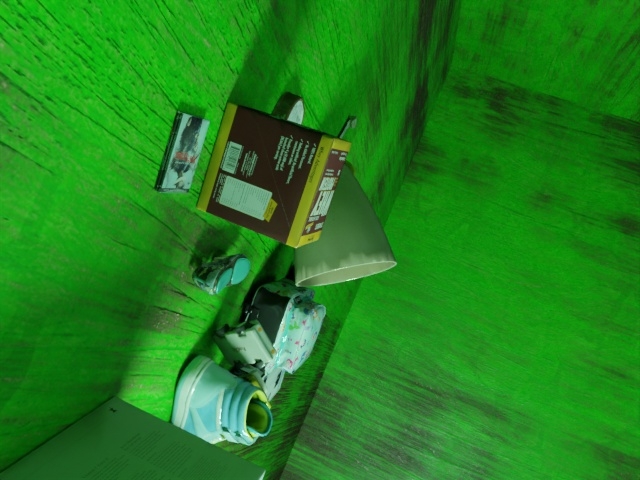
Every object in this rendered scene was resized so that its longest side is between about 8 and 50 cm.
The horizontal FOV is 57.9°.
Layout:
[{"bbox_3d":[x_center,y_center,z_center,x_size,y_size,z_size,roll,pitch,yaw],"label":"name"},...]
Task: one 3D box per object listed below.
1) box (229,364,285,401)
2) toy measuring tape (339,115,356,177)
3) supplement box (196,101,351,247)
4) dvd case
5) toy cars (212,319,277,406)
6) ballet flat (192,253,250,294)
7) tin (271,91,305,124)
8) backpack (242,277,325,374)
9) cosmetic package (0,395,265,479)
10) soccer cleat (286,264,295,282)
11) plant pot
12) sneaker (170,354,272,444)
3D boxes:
[{"bbox_3d":[-0.185,0.404,1.651,0.290,0.087,0.169,-32,141,-70],"label":"box"},{"bbox_3d":[0.070,-0.219,1.647,0.121,0.121,0.330,90,24,-59],"label":"toy measuring tape"},{"bbox_3d":[-0.077,-0.114,1.005,0.129,0.194,0.191,-21,132,-74],"label":"supplement box"},{"bbox_3d":[-0.205,-0.129,0.864,0.087,0.013,0.120,-14,125,-75],"label":"dvd case"},{"bbox_3d":[-0.162,0.288,1.325,0.087,0.176,0.394,-36,149,-37],"label":"toy cars"},{"bbox_3d":[-0.191,0.056,1.113,0.188,0.070,0.070,-22,133,-79],"label":"ballet flat"},{"bbox_3d":[-0.083,-0.214,1.188,0.190,0.040,0.106,-66,163,-13],"label":"tin"},{"bbox_3d":[-0.097,0.217,1.525,0.253,0.191,0.225,-33,142,-77],"label":"backpack"},{"bbox_3d":[-0.278,0.373,0.760,0.098,0.284,0.377,-70,167,15],"label":"cosmetic package"},{"bbox_3d":[-0.092,0.153,1.709,0.072,0.060,0.179,15,86,-45],"label":"soccer cleat"},{"bbox_3d":[0.035,-0.044,1.455,0.256,0.256,0.274,45,32,-76],"label":"plant pot"},{"bbox_3d":[-0.215,0.414,1.264,0.127,0.208,0.319,-53,161,-52],"label":"sneaker"}]
